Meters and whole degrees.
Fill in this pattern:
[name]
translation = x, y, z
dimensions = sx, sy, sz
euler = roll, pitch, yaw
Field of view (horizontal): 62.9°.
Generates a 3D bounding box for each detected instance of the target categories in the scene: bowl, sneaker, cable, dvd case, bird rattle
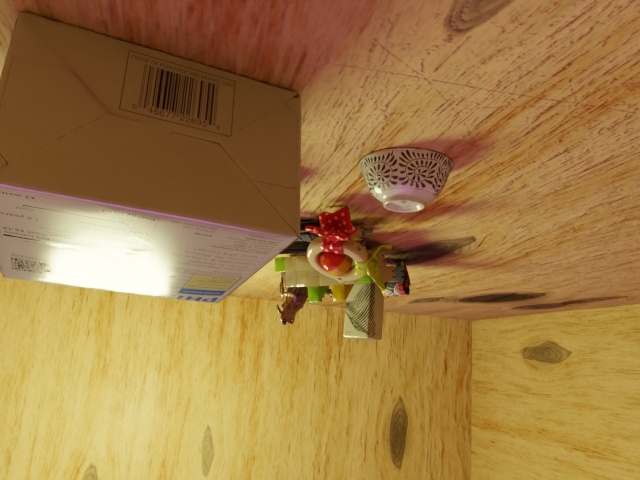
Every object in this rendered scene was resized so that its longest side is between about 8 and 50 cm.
[bowl]
translation = 0.152, -0.099, 0.949
dimensions = 0.170, 0.080, 0.170
euler = 5, 167, 1
[sneaker]
translation = 0.249, 0.129, 1.762
dimensions = 0.093, 0.088, 0.225
euler = -13, -172, 16
[cable]
translation = 0.000, 0.000, 1.406
dimensions = 0.288, 0.072, 0.139
euler = -2, 174, 1
[dvd case]
translation = -0.105, -0.010, 1.458
dimensions = 0.239, 0.029, 0.179
euler = -5, 167, 6
[bird rattle]
translation = 0.051, 0.039, 1.295
dimensions = 0.254, 0.143, 0.207
euler = 27, 143, -27

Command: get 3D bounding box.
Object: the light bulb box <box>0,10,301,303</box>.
[light bulb box]
translation = -0.258, -0.072, 0.763
dimensions = 0.358, 0.225, 0.361
euler = 11, 156, -24

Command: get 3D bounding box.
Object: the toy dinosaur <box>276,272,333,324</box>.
[toy dinosaur]
translation = -0.093, 0.141, 1.818
dimensions = 0.200, 0.295, 0.127
euler = 14, 128, -42

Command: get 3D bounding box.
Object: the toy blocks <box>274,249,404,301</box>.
[toy blocks]
translation = 0.081, 0.091, 1.653
dimensions = 0.382, 0.190, 0.261
euler = -7, 174, 41

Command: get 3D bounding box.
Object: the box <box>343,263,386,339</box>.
[box]
translation = 0.157, 0.208, 1.839
dimensions = 0.113, 0.274, 0.094
euler = -7, 163, 38
